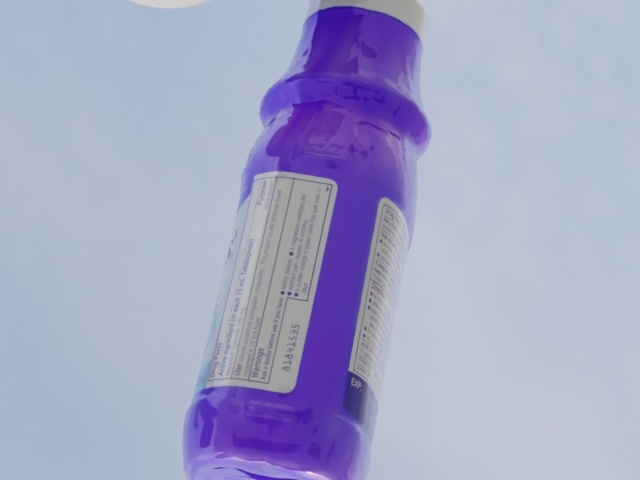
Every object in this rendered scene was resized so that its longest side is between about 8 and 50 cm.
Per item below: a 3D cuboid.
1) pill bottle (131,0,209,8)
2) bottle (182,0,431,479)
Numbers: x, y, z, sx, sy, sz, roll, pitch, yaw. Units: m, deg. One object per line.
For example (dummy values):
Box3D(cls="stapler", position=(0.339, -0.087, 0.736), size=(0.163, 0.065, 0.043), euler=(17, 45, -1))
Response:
Box3D(cls="pill bottle", position=(-0.033, -0.249, 1.063), size=(0.153, 0.153, 0.264), euler=(50, -132, -9))
Box3D(cls="bottle", position=(0.000, 0.000, 1.009), size=(0.092, 0.118, 0.283), euler=(9, -114, 6))
